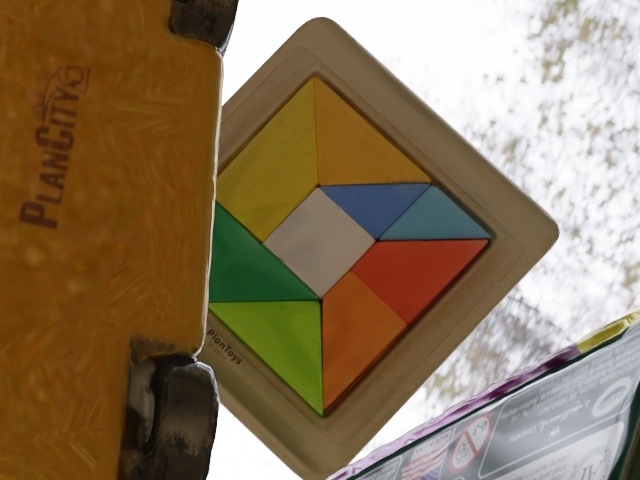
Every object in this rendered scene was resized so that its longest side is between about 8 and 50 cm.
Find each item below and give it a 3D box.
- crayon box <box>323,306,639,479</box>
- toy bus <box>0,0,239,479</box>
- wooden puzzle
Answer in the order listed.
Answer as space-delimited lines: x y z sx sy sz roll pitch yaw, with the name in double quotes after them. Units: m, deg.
0.142 0.195 0.686 0.313 0.363 0.106 32 -124 -13 "crayon box"
-0.095 -0.011 0.556 0.108 0.130 0.333 12 -133 -13 "toy bus"
0.000 0.000 1.085 0.221 0.044 0.239 43 -101 9 "wooden puzzle"
